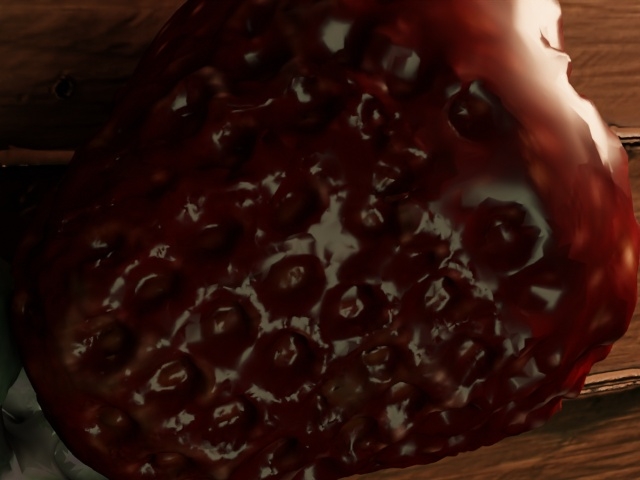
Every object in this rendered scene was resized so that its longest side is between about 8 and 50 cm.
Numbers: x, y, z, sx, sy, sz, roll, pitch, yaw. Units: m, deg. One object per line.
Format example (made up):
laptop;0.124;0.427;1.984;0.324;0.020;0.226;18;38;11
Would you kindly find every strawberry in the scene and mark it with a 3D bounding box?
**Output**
strawberry;0.000;0.000;1.039;0.345;0.295;0.318;-36;135;-43

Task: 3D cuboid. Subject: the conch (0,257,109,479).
conch;-0.214;0.086;1.034;0.220;0.195;0.277;-35;105;-32
